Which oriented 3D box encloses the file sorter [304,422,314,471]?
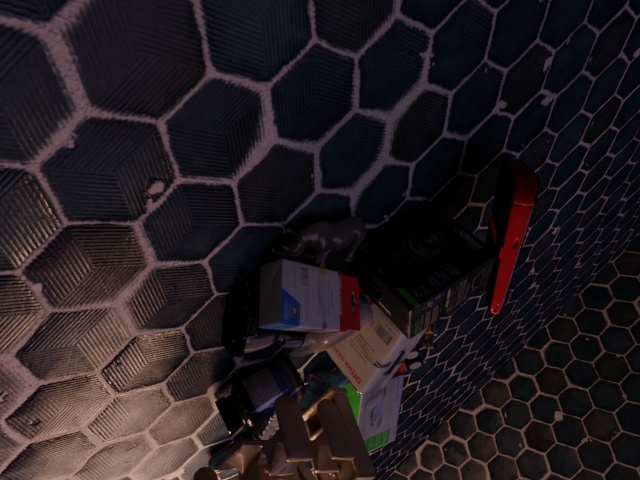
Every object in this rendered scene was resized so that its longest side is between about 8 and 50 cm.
[{"bbox_3d":[-0.032,0.762,1.529,0.105,0.118,0.170,-8,130,-31],"label":"file sorter"}]

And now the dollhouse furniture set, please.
[{"bbox_3d":[-0.077,0.529,1.083,0.394,0.256,0.362,23,119,-37],"label":"dollhouse furniture set"}]

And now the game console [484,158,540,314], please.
[{"bbox_3d":[0.493,-0.031,1.096,0.386,0.060,0.341,-43,138,-64],"label":"game console"}]

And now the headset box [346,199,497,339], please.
[{"bbox_3d":[0.232,0.067,1.019,0.283,0.246,0.131,-29,140,-16],"label":"headset box"}]

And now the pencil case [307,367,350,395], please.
[{"bbox_3d":[0.033,0.453,1.342,0.152,0.070,0.065,-1,160,-43],"label":"pencil case"}]

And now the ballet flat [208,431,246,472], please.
[{"bbox_3d":[-0.255,0.654,1.292,0.206,0.073,0.067,-16,161,-26],"label":"ballet flat"}]

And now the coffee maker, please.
[{"bbox_3d":[-0.111,0.168,0.917,0.178,0.120,0.171,3,122,-43],"label":"coffee maker"}]

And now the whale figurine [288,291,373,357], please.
[{"bbox_3d":[0.007,0.211,1.073,0.216,0.141,0.272,-11,155,-44],"label":"whale figurine"}]

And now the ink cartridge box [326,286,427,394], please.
[{"bbox_3d":[0.153,0.262,1.165,0.114,0.197,0.272,7,120,-44],"label":"ink cartridge box"}]

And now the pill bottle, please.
[{"bbox_3d":[-0.160,0.413,1.096,0.219,0.123,0.122,-26,138,-21],"label":"pill bottle"}]

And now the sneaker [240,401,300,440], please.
[{"bbox_3d":[-0.173,0.538,1.242,0.229,0.086,0.132,-40,137,-20],"label":"sneaker"}]

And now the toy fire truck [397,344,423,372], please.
[{"bbox_3d":[0.211,0.397,1.403,0.247,0.158,0.217,-21,135,4],"label":"toy fire truck"}]

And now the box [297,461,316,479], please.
[{"bbox_3d":[-0.116,0.844,1.436,0.127,0.232,0.148,-3,126,-39],"label":"box"}]

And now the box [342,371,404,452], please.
[{"bbox_3d":[0.167,0.599,1.474,0.231,0.127,0.261,2,97,-41],"label":"box"}]

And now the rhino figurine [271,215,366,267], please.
[{"bbox_3d":[0.000,0.000,0.897,0.244,0.073,0.106,-9,134,-33],"label":"rhino figurine"}]

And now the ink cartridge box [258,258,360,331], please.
[{"bbox_3d":[-0.017,0.129,0.893,0.231,0.134,0.078,17,154,-41],"label":"ink cartridge box"}]

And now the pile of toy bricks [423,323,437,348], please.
[{"bbox_3d":[0.370,0.332,1.510,0.105,0.117,0.212,-4,154,13],"label":"pile of toy bricks"}]
